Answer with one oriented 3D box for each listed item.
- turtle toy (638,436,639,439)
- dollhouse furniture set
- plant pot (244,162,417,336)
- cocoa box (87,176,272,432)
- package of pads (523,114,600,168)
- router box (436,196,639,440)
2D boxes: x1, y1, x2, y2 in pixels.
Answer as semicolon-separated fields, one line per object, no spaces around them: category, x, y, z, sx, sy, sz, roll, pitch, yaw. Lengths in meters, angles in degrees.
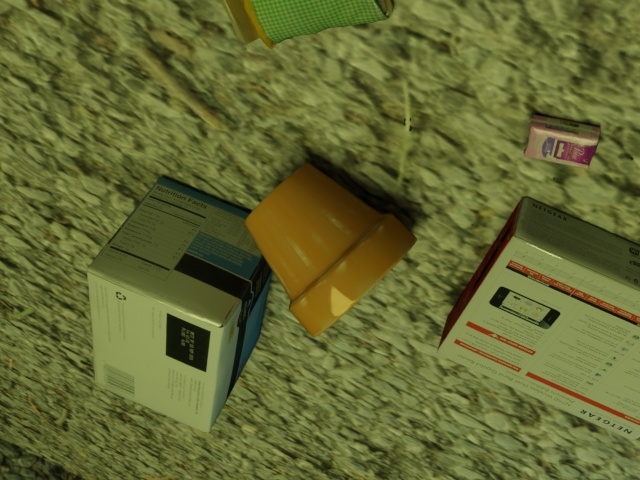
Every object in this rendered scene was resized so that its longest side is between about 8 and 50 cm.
turtle toy;0.556;0.305;1.204;0.130;0.066;0.095;29;139;-3
dollhouse furniture set;-0.070;-0.321;0.814;0.197;0.151;0.302;-2;132;29
plant pot;0.000;0.000;1.098;0.188;0.205;0.205;47;138;1
cocoa box;-0.227;0.114;1.292;0.231;0.228;0.347;22;139;6
package of pads;0.291;-0.119;0.928;0.083;0.032;0.050;14;141;14
router box;0.374;0.124;1.099;0.335;0.082;0.301;24;140;3
